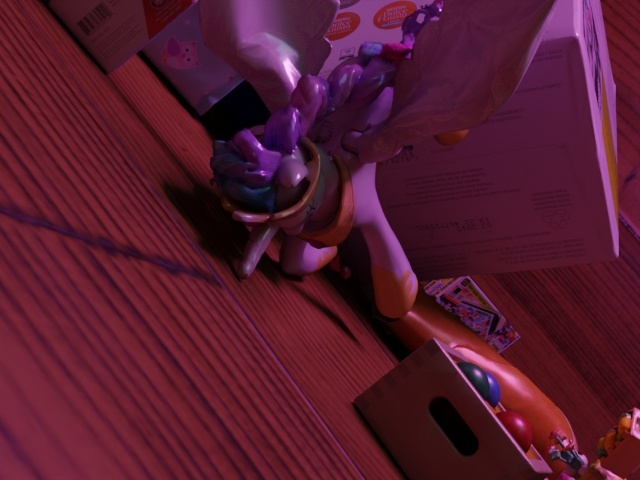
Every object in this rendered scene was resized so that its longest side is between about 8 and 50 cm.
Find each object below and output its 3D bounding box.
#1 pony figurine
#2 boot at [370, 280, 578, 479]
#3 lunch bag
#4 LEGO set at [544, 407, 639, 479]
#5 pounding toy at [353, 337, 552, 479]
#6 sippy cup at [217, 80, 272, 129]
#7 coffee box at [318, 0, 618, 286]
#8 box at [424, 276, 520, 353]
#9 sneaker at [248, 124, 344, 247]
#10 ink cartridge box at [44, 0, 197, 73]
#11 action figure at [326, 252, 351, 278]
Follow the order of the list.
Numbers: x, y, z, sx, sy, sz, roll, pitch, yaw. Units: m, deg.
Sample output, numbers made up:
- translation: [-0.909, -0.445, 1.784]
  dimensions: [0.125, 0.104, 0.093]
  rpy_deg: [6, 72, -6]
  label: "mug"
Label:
- translation: [0.037, -0.112, 0.992]
  dimensions: [0.303, 0.351, 0.363]
  rpy_deg: [17, -5, 20]
  label: "pony figurine"
- translation: [0.160, 0.155, 1.330]
  dimensions: [0.211, 0.104, 0.295]
  rpy_deg: [42, 4, -27]
  label: "boot"
- translation: [-0.156, -0.291, 1.318]
  dimensions: [0.223, 0.160, 0.262]
  rpy_deg: [48, 12, -20]
  label: "lunch bag"
- translation: [0.209, 0.220, 1.058]
  dimensions: [0.107, 0.132, 0.287]
  rpy_deg: [47, -18, 22]
  label: "LEGO set"
- translation: [0.140, 0.182, 0.946]
  dimensions: [0.181, 0.094, 0.206]
  rpy_deg: [53, 7, 19]
  label: "pounding toy"
- translation: [-0.052, -0.242, 1.590]
  dimensions: [0.305, 0.240, 0.224]
  rpy_deg: [29, 17, 0]
  label: "sippy cup"
- translation: [0.173, -0.189, 1.402]
  dimensions: [0.338, 0.337, 0.334]
  rpy_deg: [65, 26, -42]
  label: "coffee box"
- translation: [0.230, 0.130, 1.854]
  dimensions: [0.207, 0.114, 0.036]
  rpy_deg: [45, 9, -42]
  label: "box"
- translation: [-0.037, -0.050, 1.280]
  dimensions: [0.166, 0.065, 0.076]
  rpy_deg: [47, 23, -6]
  label: "sneaker"
- translation: [-0.184, -0.225, 0.968]
  dimensions: [0.135, 0.099, 0.056]
  rpy_deg: [50, 7, -11]
  label: "ink cartridge box"
- translation: [0.000, 0.000, 1.342]
  dimensions: [0.115, 0.030, 0.038]
  rpy_deg: [55, 2, 21]
  label: "action figure"
